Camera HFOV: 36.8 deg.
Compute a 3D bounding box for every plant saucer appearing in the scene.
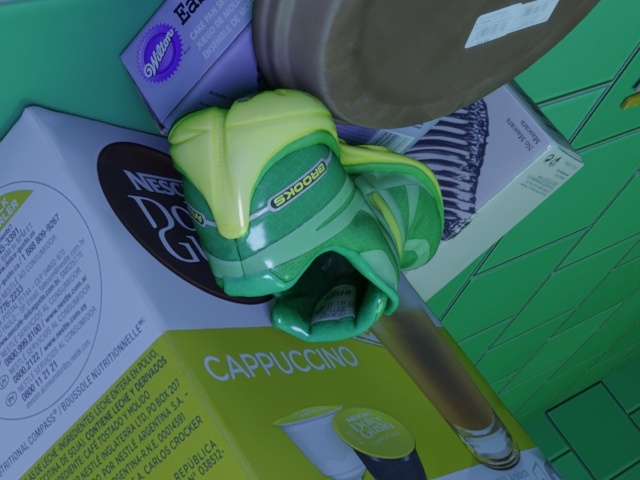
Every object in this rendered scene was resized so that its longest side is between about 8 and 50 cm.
[{"bbox_3d":[0.091,-0.157,0.525,0.277,0.041,0.278,-29,156,-14],"label":"plant saucer"}]

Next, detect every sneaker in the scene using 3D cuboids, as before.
[{"bbox_3d":[0.000,0.000,0.574,0.109,0.124,0.295,-9,171,22],"label":"sneaker"}]

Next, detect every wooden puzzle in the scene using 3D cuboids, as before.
[{"bbox_3d":[0.386,-0.190,1.062,0.078,0.014,0.116,-19,152,-34],"label":"wooden puzzle"}]

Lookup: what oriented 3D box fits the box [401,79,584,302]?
[{"bbox_3d":[0.088,-0.024,0.859,0.275,0.113,0.094,-44,155,19],"label":"box"}]

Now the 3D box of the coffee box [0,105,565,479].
[{"bbox_3d":[-0.102,0.160,0.669,0.338,0.334,0.337,-46,154,20],"label":"coffee box"}]

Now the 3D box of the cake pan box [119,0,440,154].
[{"bbox_3d":[0.046,-0.152,0.607,0.245,0.070,0.266,-43,156,24],"label":"cake pan box"}]
